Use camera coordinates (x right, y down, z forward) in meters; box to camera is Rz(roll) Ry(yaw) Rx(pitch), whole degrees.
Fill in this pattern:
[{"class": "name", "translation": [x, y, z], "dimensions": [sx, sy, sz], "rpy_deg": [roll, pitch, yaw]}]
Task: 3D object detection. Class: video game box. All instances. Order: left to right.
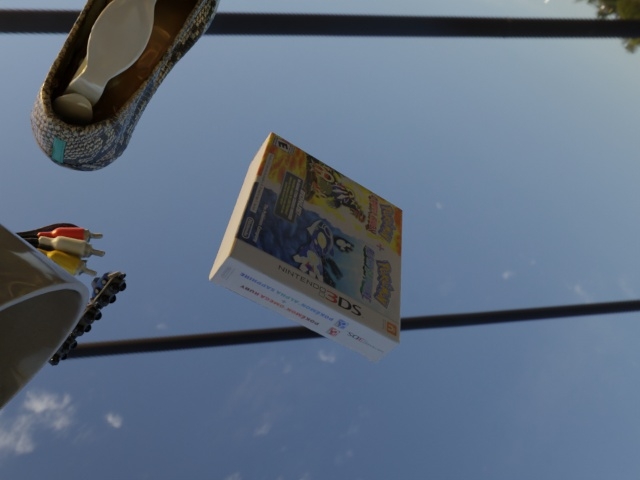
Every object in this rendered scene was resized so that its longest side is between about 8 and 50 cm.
[{"class": "video game box", "translation": [0.000, 0.000, 0.585], "dimensions": [0.187, 0.048, 0.205], "rpy_deg": [30, -140, -19]}]

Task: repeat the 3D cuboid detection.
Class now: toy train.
[{"class": "toy train", "translation": [-0.300, 0.094, 0.710], "dimensions": [0.036, 0.158, 0.027], "rpy_deg": [43, -169, 0]}]

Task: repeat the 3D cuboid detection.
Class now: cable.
[{"class": "cable", "translation": [-0.541, -0.006, 1.013], "dimensions": [0.287, 0.072, 0.139], "rpy_deg": [14, -140, -25]}]

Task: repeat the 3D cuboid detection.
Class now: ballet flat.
[{"class": "ballet flat", "translation": [-0.236, -0.317, 0.763], "dimensions": [0.164, 0.182, 0.482], "rpy_deg": [27, -108, -18]}]

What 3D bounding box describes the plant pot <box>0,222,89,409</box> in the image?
[{"class": "plant pot", "translation": [-0.332, 0.021, 0.316], "dimensions": [0.274, 0.256, 0.256], "rpy_deg": [44, -144, 0]}]
